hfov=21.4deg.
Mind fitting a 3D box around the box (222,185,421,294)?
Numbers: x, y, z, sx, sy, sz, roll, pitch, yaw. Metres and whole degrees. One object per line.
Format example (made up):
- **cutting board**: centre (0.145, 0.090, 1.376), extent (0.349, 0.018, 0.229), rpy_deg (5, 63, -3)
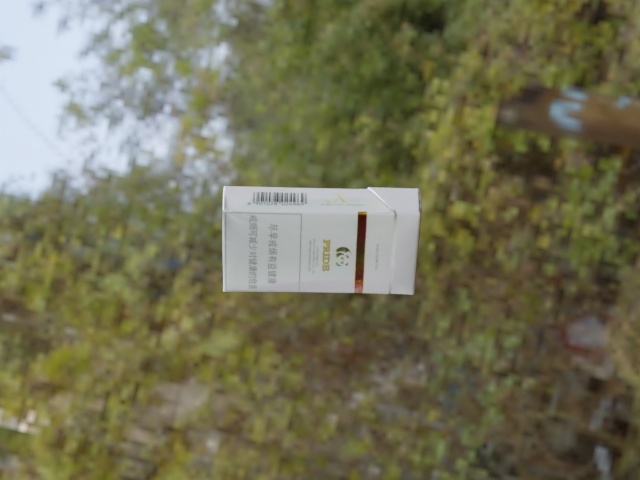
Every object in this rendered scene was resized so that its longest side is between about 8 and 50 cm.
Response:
- **box**: centre (0.000, 0.000, 1.335), extent (0.040, 0.154, 0.084), rpy_deg (-93, 4, -55)
